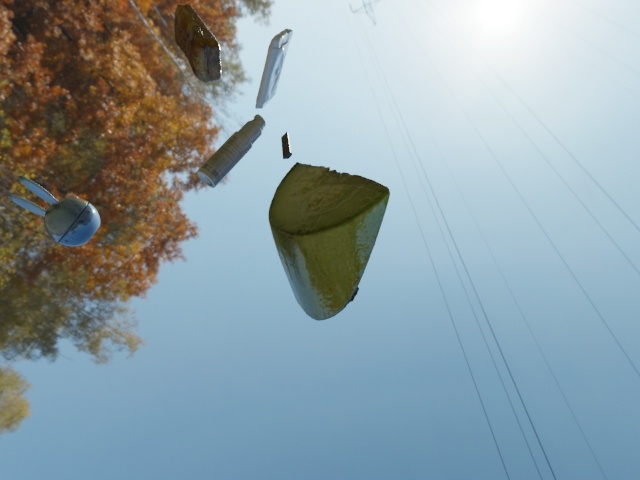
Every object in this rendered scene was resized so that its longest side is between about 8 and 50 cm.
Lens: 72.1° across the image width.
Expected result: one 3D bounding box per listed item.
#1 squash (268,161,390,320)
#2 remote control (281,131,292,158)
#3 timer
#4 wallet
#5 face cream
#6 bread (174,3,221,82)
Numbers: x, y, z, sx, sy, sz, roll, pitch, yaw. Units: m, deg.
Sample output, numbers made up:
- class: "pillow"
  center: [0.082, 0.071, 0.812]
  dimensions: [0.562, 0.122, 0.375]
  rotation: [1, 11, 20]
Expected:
- class: "squash"
  center: [0.000, 0.000, 0.741]
  dimensions: [0.204, 0.155, 0.237]
  rotation: [-46, -142, -17]
- class: "remote control"
  center: [-0.093, -0.260, 1.210]
  dimensions: [0.034, 0.016, 0.091]
  rotation: [-39, -136, 34]
- class: "timer"
  center: [-0.826, -0.098, 1.405]
  dimensions: [0.175, 0.255, 0.175]
  rotation: [-38, -173, 6]
- class: "wallet"
  center: [-0.112, -0.411, 1.062]
  dimensions: [0.032, 0.182, 0.124]
  rotation: [22, -142, -1]
- class: "face cream"
  center: [-0.124, -0.133, 0.638]
  dimensions: [0.034, 0.034, 0.130]
  rotation: [17, -118, 42]
- class: "bread"
  center: [-0.349, -0.557, 1.230]
  dimensions: [0.077, 0.139, 0.270]
  rotation: [-15, -127, -22]
